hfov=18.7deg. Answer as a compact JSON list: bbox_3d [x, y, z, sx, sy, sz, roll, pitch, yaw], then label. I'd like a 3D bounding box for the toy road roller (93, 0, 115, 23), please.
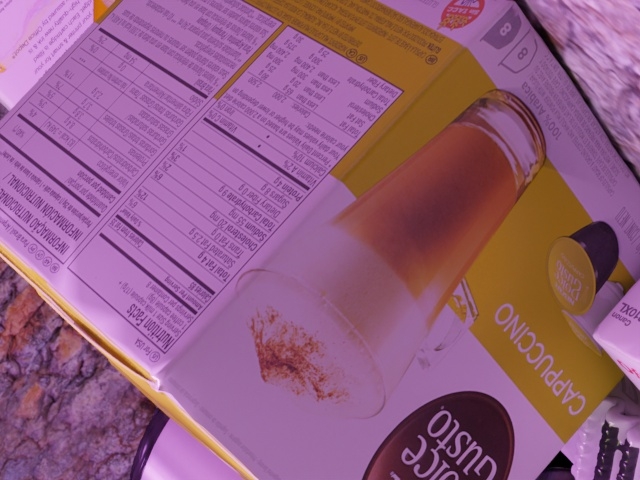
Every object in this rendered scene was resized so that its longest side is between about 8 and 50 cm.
[{"bbox_3d":[-0.055,-0.135,1.668,0.202,0.240,0.330,34,131,52],"label":"toy road roller"}]

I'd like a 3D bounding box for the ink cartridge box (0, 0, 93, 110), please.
[{"bbox_3d":[-0.317,-0.262,2.094,0.278,0.201,0.117,47,172,-38],"label":"ink cartridge box"}]

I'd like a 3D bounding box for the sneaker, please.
[{"bbox_3d":[0.228,0.121,1.521,0.292,0.118,0.110,48,147,31],"label":"sneaker"}]

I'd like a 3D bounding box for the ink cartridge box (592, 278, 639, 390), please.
[{"bbox_3d":[0.322,0.124,1.341,0.237,0.100,0.172,46,172,-34],"label":"ink cartridge box"}]

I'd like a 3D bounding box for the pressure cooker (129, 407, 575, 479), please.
[{"bbox_3d":[0.077,0.285,1.678,0.420,0.370,0.375,37,166,48],"label":"pressure cooker"}]

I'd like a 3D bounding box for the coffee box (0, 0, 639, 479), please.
[{"bbox_3d":[0.000,0.000,1.404,0.338,0.334,0.337,34,169,48],"label":"coffee box"}]
